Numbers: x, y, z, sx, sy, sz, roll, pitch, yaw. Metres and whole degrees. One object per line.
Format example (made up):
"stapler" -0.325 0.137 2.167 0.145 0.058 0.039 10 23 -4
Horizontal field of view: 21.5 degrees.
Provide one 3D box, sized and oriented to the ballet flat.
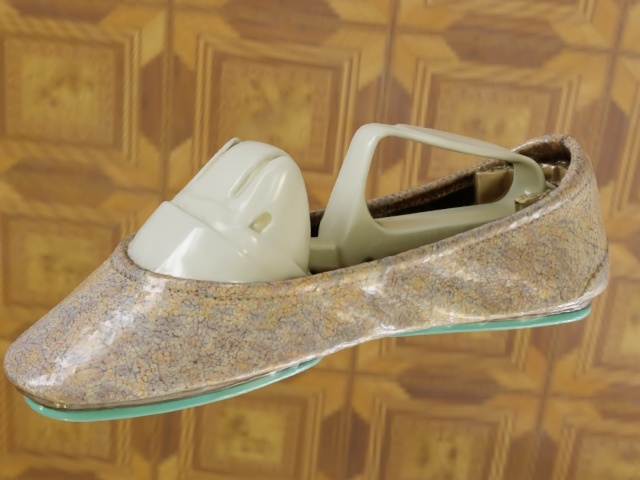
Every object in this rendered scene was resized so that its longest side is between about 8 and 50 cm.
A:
"ballet flat" 0.000 0.000 0.791 0.316 0.107 0.106 -11 114 -30
